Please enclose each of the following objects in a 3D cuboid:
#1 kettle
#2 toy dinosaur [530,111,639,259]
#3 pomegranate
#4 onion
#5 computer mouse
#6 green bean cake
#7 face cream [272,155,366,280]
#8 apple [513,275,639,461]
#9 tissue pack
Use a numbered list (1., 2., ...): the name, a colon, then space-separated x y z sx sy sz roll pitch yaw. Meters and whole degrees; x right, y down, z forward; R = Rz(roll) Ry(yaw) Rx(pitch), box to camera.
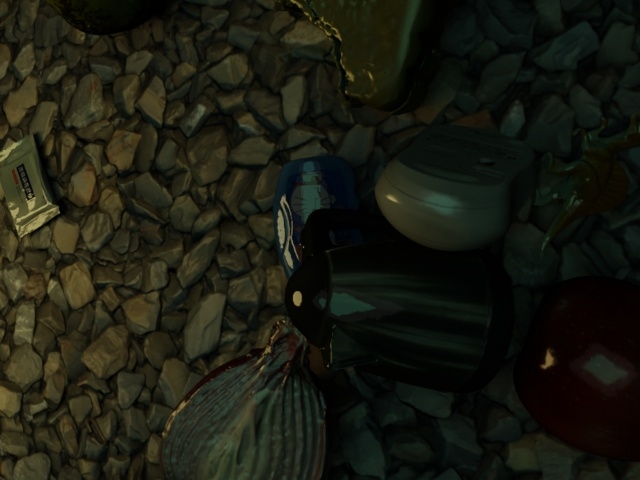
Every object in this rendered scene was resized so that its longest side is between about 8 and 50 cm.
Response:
1. kettle: 0.087 0.068 0.702 0.271 0.207 0.251 9 80 -15
2. toy dinosaur: 0.382 -0.077 0.743 0.142 0.057 0.212 3 103 0
3. pomegranate: -0.402 -0.506 0.929 0.204 0.221 0.277 -39 59 32
4. onion: -0.087 0.283 0.844 0.267 0.159 0.349 28 92 6
5. computer mouse: 0.186 -0.067 0.696 0.184 0.297 0.121 14 117 19
6. green bean cake: 0.051 -0.356 0.786 0.309 0.202 0.285 28 111 18
7. face cream: 0.000 0.000 0.848 0.149 0.083 0.264 -7 88 9
8. apple: 0.357 0.158 0.655 0.201 0.218 0.218 14 94 22
9. tissue pack: -0.621 -0.116 1.095 0.122 0.026 0.193 -27 82 17
